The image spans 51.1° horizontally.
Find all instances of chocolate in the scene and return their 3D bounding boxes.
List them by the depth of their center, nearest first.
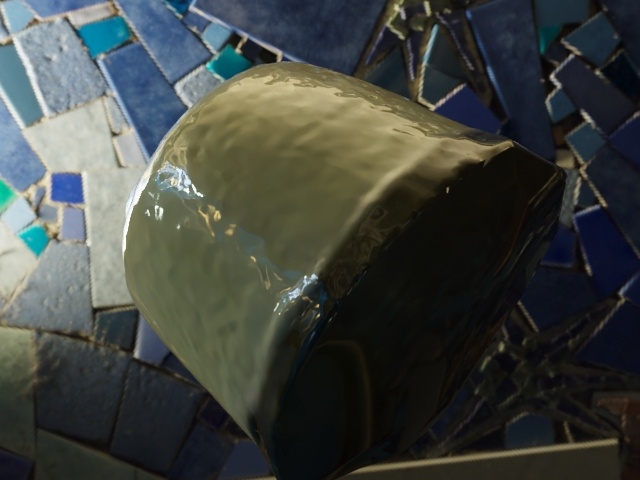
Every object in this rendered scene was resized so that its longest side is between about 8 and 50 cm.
[{"bbox_3d":[0.000,0.000,0.591,0.326,0.314,0.297,6,-152,-51],"label":"chocolate"}]
